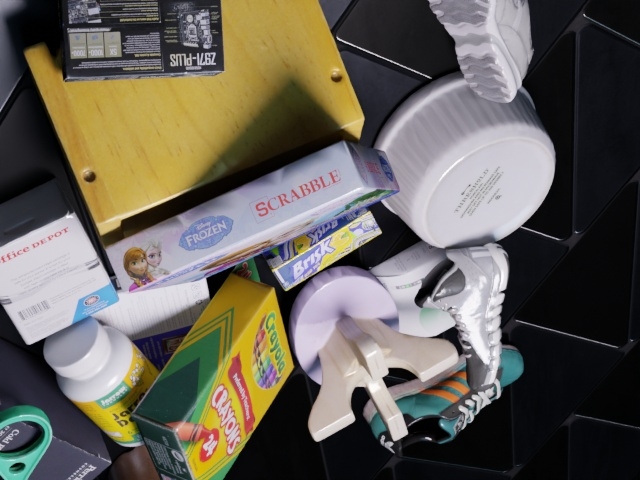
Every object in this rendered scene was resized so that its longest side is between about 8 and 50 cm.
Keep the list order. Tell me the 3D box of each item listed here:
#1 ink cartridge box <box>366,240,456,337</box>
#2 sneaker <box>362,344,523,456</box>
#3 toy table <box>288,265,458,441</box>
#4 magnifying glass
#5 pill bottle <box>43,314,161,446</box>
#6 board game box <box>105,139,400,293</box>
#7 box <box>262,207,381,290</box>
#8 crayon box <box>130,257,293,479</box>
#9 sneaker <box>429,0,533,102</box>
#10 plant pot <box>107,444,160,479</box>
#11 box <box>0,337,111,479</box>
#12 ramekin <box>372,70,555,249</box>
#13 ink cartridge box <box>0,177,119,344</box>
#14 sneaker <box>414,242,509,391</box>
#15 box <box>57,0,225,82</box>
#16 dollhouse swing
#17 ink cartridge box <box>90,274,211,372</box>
[{"bbox_3d":[0.129,0.102,2.246,0.224,0.056,0.181,-30,139,-3],"label":"ink cartridge box"},{"bbox_3d":[0.232,0.286,2.439,0.302,0.121,0.108,-23,139,-10],"label":"sneaker"},{"bbox_3d":[0.065,0.183,2.144,0.252,0.161,0.274,-36,141,2],"label":"toy table"},{"bbox_3d":[-0.405,0.306,1.869,0.092,0.026,0.231,-10,135,-24],"label":"magnifying glass"},{"bbox_3d":[-0.296,0.192,1.963,0.117,0.118,0.208,-32,137,1],"label":"pill bottle"},{"bbox_3d":[-0.073,-0.029,1.777,0.318,0.066,0.318,-24,177,11],"label":"board game box"},{"bbox_3d":[0.000,0.000,2.061,0.169,0.054,0.059,-31,139,0],"label":"box"},{"bbox_3d":[-0.135,0.193,2.023,0.319,0.081,0.202,-57,152,-31],"label":"crayon box"},{"bbox_3d":[0.218,-0.320,1.867,0.115,0.105,0.281,-54,143,-27],"label":"sneaker"},{"bbox_3d":[-0.257,0.420,2.240,0.167,0.165,0.167,-17,138,-16],"label":"plant pot"},{"bbox_3d":[-0.532,0.301,1.942,0.343,0.179,0.312,-40,138,10],"label":"box"},{"bbox_3d":[0.216,-0.104,2.032,0.272,0.127,0.273,-18,139,-16],"label":"ramekin"},{"bbox_3d":[-0.365,0.030,1.845,0.139,0.082,0.191,-26,138,-7],"label":"ink cartridge box"},{"bbox_3d":[0.198,0.113,2.064,0.132,0.086,0.229,0,104,-16],"label":"sneaker"},{"bbox_3d":[-0.204,-0.256,1.583,0.180,0.077,0.147,-5,94,-13],"label":"box"},{"bbox_3d":[-0.163,-0.166,1.792,0.346,0.305,0.315,-23,98,-9],"label":"dollhouse swing"},{"bbox_3d":[-0.257,0.125,2.031,0.208,0.045,0.206,-16,137,-9],"label":"ink cartridge box"}]
